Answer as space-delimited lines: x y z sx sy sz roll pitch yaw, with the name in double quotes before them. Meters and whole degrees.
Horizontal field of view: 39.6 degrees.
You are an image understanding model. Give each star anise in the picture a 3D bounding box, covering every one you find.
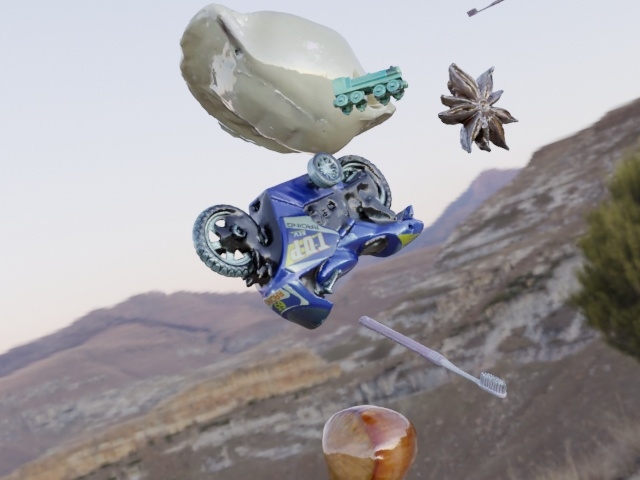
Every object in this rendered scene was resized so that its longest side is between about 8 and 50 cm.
"star anise" 0.285 -0.242 1.661 0.182 0.195 0.065 -30 7 -36

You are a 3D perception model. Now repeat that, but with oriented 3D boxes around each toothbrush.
"toothbrush" 0.229 -0.309 1.145 0.097 0.008 0.006 -16 39 42
"toothbrush" 0.206 0.211 1.683 0.024 0.029 0.354 -20 32 -39

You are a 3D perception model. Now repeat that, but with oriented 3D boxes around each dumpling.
"dumpling" -0.083 -0.256 1.586 0.395 0.233 0.315 24 -39 -26

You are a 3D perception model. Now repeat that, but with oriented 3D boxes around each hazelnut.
"hazelnut" 0.084 0.370 1.569 0.182 0.182 0.182 -17 -5 -1

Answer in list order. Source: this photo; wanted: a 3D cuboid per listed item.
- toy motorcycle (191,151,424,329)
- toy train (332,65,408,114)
"toy motorcycle" 0.000 0.000 1.006 0.315 0.169 0.113 -25 -9 -44
"toy train" 0.057 -0.178 1.044 0.092 0.045 0.029 -14 -23 14
